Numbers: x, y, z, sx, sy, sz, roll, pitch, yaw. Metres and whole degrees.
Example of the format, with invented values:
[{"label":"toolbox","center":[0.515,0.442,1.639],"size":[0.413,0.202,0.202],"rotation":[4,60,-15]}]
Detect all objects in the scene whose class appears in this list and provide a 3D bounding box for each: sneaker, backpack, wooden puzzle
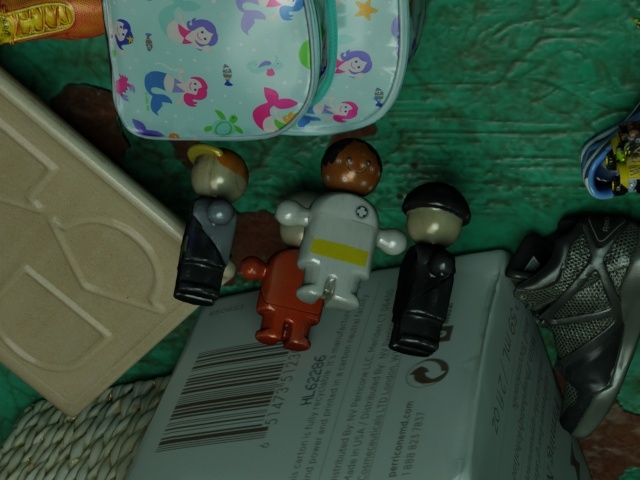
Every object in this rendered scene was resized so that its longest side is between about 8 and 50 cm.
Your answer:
[{"label":"sneaker","center":[0.270,-0.085,1.243],"size":[0.053,0.059,0.144],"rotation":[36,126,-9]},{"label":"backpack","center":[-0.047,-0.187,1.185],"size":[0.253,0.191,0.225],"rotation":[3,118,8]},{"label":"wooden puzzle","center":[-0.276,-0.011,1.434],"size":[0.322,0.080,0.348],"rotation":[41,135,-10]},{"label":"sneaker","center":[0.223,0.072,1.358],"size":[0.130,0.087,0.228],"rotation":[14,125,8]},{"label":"sneaker","center":[-0.247,-0.192,1.310],"size":[0.175,0.067,0.064],"rotation":[-4,123,17]}]

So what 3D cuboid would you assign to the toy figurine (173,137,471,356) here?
[{"label":"toy figurine","center":[0.000,0.000,1.255],"size":[0.213,0.148,0.209],"rotation":[-1,160,36]}]

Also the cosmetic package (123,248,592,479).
[{"label":"cosmetic package","center":[0.061,0.275,1.398],"size":[0.327,0.329,0.394],"rotation":[-11,123,21]}]

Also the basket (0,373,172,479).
[{"label":"basket","center":[-0.197,0.353,1.542],"size":[0.266,0.331,0.328],"rotation":[-7,123,28]}]

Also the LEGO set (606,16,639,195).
[{"label":"LEGO set","center":[0.372,-0.120,1.072],"size":[0.331,0.255,0.192],"rotation":[2,126,11]}]
